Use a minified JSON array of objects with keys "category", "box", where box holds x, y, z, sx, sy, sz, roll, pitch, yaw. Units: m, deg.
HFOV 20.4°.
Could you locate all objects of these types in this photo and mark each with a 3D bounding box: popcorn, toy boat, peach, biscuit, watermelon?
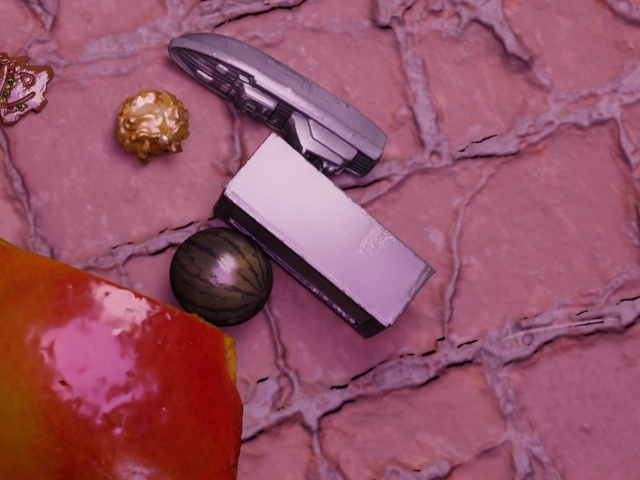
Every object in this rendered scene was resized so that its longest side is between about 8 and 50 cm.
[{"category":"popcorn","box":[-0.180,-0.123,1.919,0.083,0.057,0.082,45,71,3]},{"category":"toy boat","box":[-0.052,-0.147,1.931,0.260,0.078,0.085,31,63,-5]},{"category":"peach","box":[-0.229,0.182,1.762,0.380,0.242,0.306,27,93,-9]},{"category":"biscuit","box":[-0.335,-0.172,1.923,0.092,0.016,0.082,40,78,-3]},{"category":"watermelon","box":[-0.115,0.032,1.885,0.133,0.105,0.105,32,77,21]}]

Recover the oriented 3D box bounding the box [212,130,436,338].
[{"category":"box","box":[0.000,0.000,1.891,0.225,0.129,0.086,40,77,-1]}]
